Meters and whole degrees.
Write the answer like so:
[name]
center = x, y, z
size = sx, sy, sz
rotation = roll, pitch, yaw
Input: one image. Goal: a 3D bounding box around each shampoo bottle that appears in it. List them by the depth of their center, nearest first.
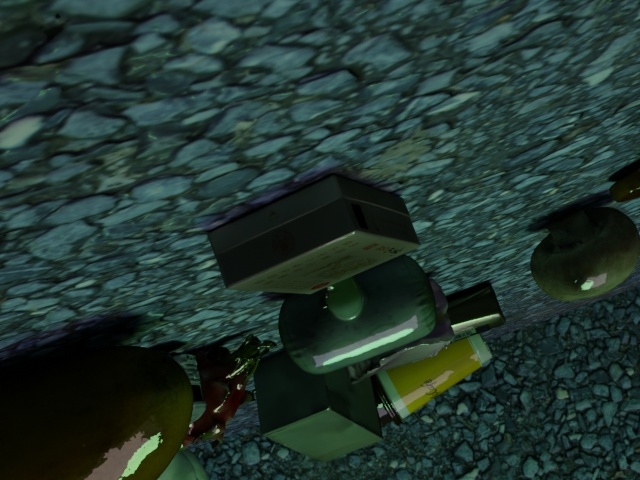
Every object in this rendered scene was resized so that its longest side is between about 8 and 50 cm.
[shampoo bottle]
center = 0.182, 0.183, 2.098
size = 0.350, 0.084, 0.125
rotation = -22, 165, 9

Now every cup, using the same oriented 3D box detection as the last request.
[cup]
center = 0.204, 0.253, 2.234
size = 0.280, 0.196, 0.196
rotation = -28, 168, 2

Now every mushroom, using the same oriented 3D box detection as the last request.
[mushroom]
center = 0.388, 0.014, 1.592
size = 0.166, 0.127, 0.166
rotation = -27, -170, 5

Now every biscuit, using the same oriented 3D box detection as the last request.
[biscuit]
center = 0.470, -0.103, 1.392
size = 0.180, 0.039, 0.236
rotation = -16, 168, -28

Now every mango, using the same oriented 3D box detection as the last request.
[mango]
center = -0.309, 0.248, 1.271
size = 0.378, 0.221, 0.264
rotation = -33, 162, 16

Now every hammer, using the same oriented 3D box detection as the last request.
[hammer]
center = 0.030, 0.067, 1.301
size = 0.207, 0.118, 0.335
rotation = -23, 162, 3

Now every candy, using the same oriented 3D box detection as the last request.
[candy]
center = 0.117, 0.155, 1.783
size = 0.156, 0.115, 0.265
rotation = -19, 168, -11

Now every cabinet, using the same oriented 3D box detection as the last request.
[cabinet]
center = -0.005, 0.302, 2.010
size = 0.150, 0.145, 0.206
rotation = -25, 144, 22

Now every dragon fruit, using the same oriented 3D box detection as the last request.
[dragon fruit]
center = -0.162, 0.223, 1.628
size = 0.236, 0.135, 0.137
rotation = -37, 163, -3

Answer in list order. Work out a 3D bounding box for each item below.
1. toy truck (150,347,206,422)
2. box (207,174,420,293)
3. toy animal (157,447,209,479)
[toy truck]
center = -0.286, 0.237, 1.492
size = 0.253, 0.124, 0.114
rotation = -19, 171, 4
[box]
center = 0.000, 0.000, 1.036
size = 0.141, 0.058, 0.201
rotation = -25, 167, 20
[toy animal]
center = -0.363, 0.462, 2.212
size = 0.196, 0.241, 0.367
rotation = -28, 154, -1
